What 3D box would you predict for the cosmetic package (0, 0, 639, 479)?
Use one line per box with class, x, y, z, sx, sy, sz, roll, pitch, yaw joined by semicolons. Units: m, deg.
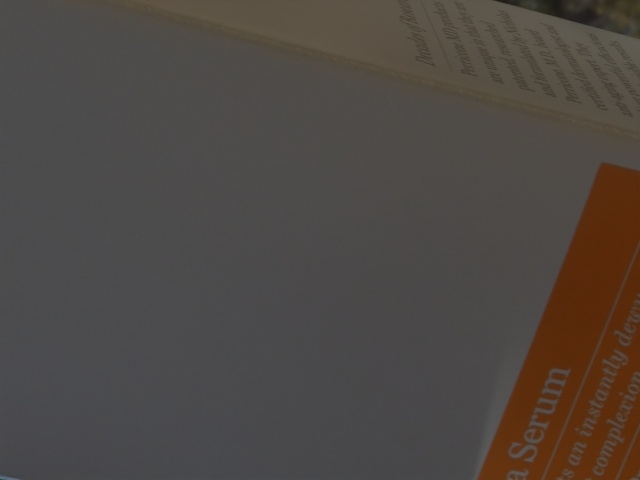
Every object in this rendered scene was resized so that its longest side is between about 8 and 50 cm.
cosmetic package;0.000;0.000;0.711;0.161;0.453;0.230;-99;24;-64
